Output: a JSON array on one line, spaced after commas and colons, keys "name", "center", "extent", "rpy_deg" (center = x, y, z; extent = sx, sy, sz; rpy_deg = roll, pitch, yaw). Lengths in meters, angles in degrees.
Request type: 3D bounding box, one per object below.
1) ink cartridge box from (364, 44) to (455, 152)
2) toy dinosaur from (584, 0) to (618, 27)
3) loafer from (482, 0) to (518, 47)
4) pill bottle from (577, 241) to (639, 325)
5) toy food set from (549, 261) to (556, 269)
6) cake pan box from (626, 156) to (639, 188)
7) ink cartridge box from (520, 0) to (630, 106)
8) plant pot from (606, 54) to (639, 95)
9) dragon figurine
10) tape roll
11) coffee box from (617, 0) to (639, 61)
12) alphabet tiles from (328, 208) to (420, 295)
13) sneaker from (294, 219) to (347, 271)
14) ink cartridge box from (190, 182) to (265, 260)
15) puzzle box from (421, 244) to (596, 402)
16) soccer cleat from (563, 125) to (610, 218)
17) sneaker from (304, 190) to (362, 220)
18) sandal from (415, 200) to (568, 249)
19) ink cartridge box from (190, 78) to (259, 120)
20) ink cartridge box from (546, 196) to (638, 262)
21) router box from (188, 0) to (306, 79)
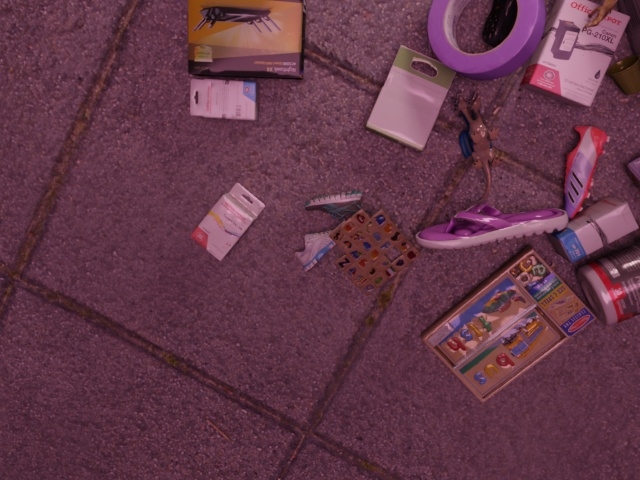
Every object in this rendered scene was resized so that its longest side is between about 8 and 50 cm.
[{"name": "ink cartridge box", "center": [0.242, -0.379, 1.650], "extent": [0.171, 0.056, 0.235], "rpy_deg": [23, 92, -1]}, {"name": "toy dinosaur", "center": [0.692, -0.574, 1.455], "extent": [0.053, 0.092, 0.183], "rpy_deg": [31, 99, -2]}, {"name": "loafer", "center": [0.489, -0.610, 1.581], "extent": [0.078, 0.076, 0.223], "rpy_deg": [10, 104, -34]}, {"name": "pill bottle", "center": [0.873, 0.090, 1.628], "extent": [0.318, 0.176, 0.176], "rpy_deg": [-25, 98, 9]}, {"name": "toy food set", "center": [0.605, 0.102, 1.732], "extent": [0.077, 0.019, 0.122], "rpy_deg": [31, 102, -2]}, {"name": "cake pan box", "center": [0.972, -0.156, 1.560], "extent": [0.245, 0.070, 0.267], "rpy_deg": [-35, 60, 11]}, {"name": "ink cartridge box", "center": [0.650, -0.484, 1.572], "extent": [0.171, 0.100, 0.237], "rpy_deg": [21, 101, 0]}, {"name": "plant pot", "center": [0.803, -0.424, 1.590], "extent": [0.083, 0.083, 0.079], "rpy_deg": [-35, 108, 10]}, {"name": "dragon figurine", "center": [0.425, -0.257, 1.642], "extent": [0.085, 0.144, 0.289], "rpy_deg": [-15, 119, 6]}, {"name": "tape roll", "center": [0.411, -0.546, 1.525], "extent": [0.274, 0.090, 0.275], "rpy_deg": [1, 91, 33]}, {"name": "coffee box", "center": [0.950, -0.539, 1.418], "extent": [0.334, 0.337, 0.338], "rpy_deg": [-22, 98, 8]}, {"name": "alphabet tiles", "center": [0.139, 0.026, 1.716], "extent": [0.198, 0.009, 0.237], "rpy_deg": [-39, 118, 10]}, {"name": "sneaker", "center": [0.000, 0.000, 1.736], "extent": [0.190, 0.071, 0.083], "rpy_deg": [-44, 88, 12]}, {"name": "ink cartridge box", "center": [-0.263, -0.055, 1.745], "extent": [0.115, 0.067, 0.198], "rpy_deg": [39, 101, -3]}, {"name": "puzzle box", "center": [0.526, 0.244, 1.737], "extent": [0.409, 0.052, 0.272], "rpy_deg": [-43, 95, 15]}, {"name": "soccer cleat", "center": [0.693, -0.185, 1.646], "extent": [0.095, 0.083, 0.248], "rpy_deg": [20, 103, 18]}, {"name": "sneaker", "center": [0.038, -0.091, 1.720], "extent": [0.166, 0.065, 0.076], "rpy_deg": [-7, 105, 8]}, {"name": "sandal", "center": [0.452, -0.059, 1.645], "extent": [0.415, 0.169, 0.102], "rpy_deg": [-9, 103, -6]}, {"name": "ink cartridge box", "center": [-0.263, -0.388, 1.684], "extent": [0.180, 0.060, 0.104], "rpy_deg": [5, 102, 3]}, {"name": "ink cartridge box", "center": [0.720, -0.031, 1.635], "extent": [0.190, 0.139, 0.082], "rpy_deg": [-28, 96, 9]}, {"name": "router box", "center": [-0.195, -0.561, 1.635], "extent": [0.308, 0.081, 0.243], "rpy_deg": [3, 101, 4]}]
